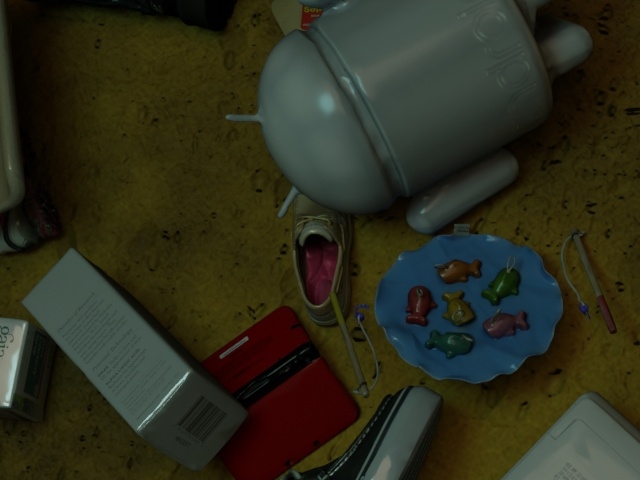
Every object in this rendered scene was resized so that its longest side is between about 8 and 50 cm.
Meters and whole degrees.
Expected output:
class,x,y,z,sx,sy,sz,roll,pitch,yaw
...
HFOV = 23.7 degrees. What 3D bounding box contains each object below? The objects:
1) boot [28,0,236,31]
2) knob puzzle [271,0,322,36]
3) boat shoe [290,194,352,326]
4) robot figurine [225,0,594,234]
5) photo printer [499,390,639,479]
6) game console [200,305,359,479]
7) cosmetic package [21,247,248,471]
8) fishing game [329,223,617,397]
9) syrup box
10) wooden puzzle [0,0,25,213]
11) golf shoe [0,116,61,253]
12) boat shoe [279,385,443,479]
class,x,y,z,sx,sy,sz,roll,pitch,yaw
boot,-0.192,-0.410,1.696,0.260,0.131,0.348,15,78,17
knob puzzle,0.042,-0.250,1.644,0.213,0.030,0.213,-4,72,12
boat shoe,0.000,0.000,1.560,0.063,0.059,0.170,-11,71,10
robot figurine,0.087,-0.156,1.502,0.353,0.200,0.300,-29,106,-2
photo printer,0.271,0.327,1.367,0.256,0.107,0.307,-46,69,-3
game console,-0.054,0.159,1.548,0.144,0.085,0.124,-35,37,0
cosmetic package,-0.186,0.116,1.507,0.085,0.117,0.231,-48,50,-4
fishing game,0.144,0.055,1.479,0.264,0.041,0.189,-12,48,-1
syrup box,-0.406,0.127,1.594,0.237,0.096,0.093,4,74,13
wooden puzzle,-0.429,-0.137,1.656,0.348,0.080,0.322,-23,66,35
golf shoe,-0.351,-0.074,1.663,0.086,0.067,0.186,-24,69,6
boat shoe,-0.006,0.269,1.444,0.119,0.121,0.335,31,84,16
